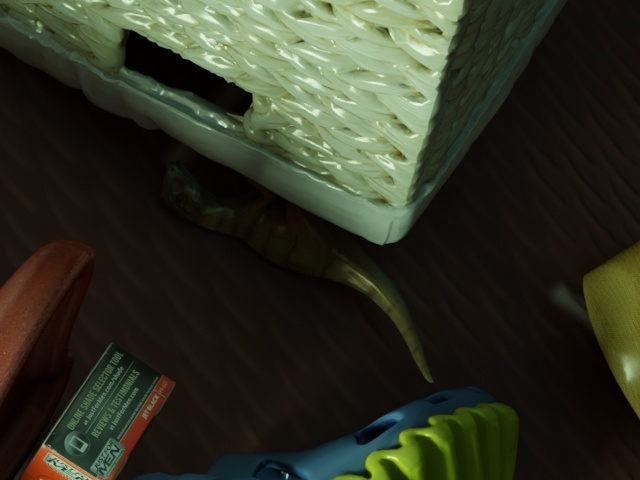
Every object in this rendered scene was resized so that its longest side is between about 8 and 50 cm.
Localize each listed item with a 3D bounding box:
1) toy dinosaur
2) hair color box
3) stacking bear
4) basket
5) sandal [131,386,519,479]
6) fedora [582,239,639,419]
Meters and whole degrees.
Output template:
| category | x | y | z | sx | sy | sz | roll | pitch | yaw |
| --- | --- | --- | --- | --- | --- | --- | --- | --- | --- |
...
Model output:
| category | x | y | z | sx | sy | sz | roll | pitch | yaw |
| --- | --- | --- | --- | --- | --- | --- | --- | --- | --- |
| toy dinosaur | 0.000 | 0.000 | 1.069 | 0.211 | 0.064 | 0.112 | 28 | 73 | 5 |
| hair color box | -0.131 | 0.116 | 0.911 | 0.043 | 0.141 | 0.072 | 34 | 60 | -3 |
| stacking bear | -0.291 | 0.036 | 0.887 | 0.289 | 0.175 | 0.164 | 26 | 53 | 3 |
| basket | -0.003 | -0.238 | 1.011 | 0.328 | 0.266 | 0.331 | 28 | 59 | 10 |
| sandal | -0.012 | 0.155 | 0.957 | 0.317 | 0.126 | 0.138 | -19 | 32 | -39 |
| fedora | 0.224 | 0.065 | 1.081 | 0.079 | 0.194 | 0.194 | -22 | 73 | 8 |
